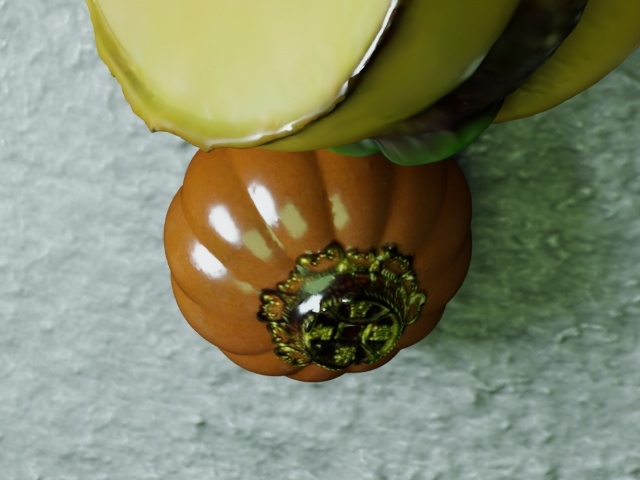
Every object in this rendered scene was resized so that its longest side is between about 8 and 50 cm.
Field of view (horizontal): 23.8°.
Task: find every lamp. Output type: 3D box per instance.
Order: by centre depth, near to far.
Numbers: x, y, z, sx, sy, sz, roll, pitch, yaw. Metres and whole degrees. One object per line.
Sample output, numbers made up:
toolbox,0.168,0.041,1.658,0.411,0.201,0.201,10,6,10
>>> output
lamp,0.000,0.000,1.073,0.223,0.197,0.223,-9,132,-10

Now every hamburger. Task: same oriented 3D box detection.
hamburger,0.043,-0.253,0.880,0.395,0.277,0.396,15,110,46
